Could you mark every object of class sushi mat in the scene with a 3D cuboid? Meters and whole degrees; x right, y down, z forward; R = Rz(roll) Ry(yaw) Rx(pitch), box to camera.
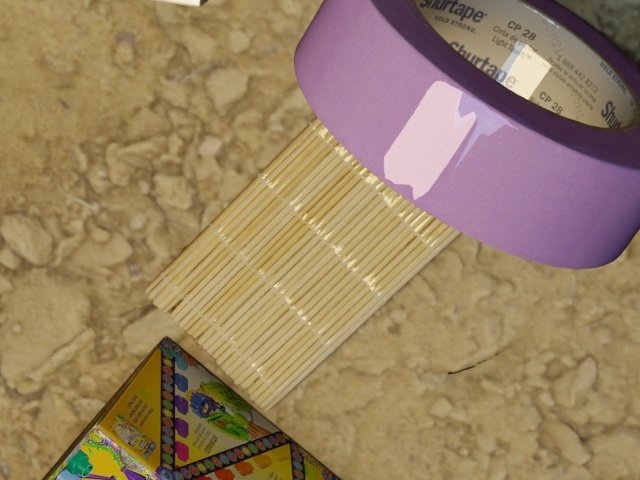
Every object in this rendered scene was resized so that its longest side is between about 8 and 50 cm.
[{"bbox_3d":[0.000,0.000,1.488,0.151,0.019,0.316,43,116,-6],"label":"sushi mat"}]

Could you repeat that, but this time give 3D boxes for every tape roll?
[{"bbox_3d":[0.121,-0.101,1.269,0.275,0.275,0.090,32,117,1],"label":"tape roll"}]

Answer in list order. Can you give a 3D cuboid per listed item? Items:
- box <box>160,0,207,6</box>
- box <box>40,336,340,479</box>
[{"bbox_3d":[-0.168,-0.258,1.380,0.203,0.103,0.114,11,114,11],"label":"box"},{"bbox_3d":[-0.136,0.297,1.561,0.279,0.177,0.290,40,116,-3],"label":"box"}]
